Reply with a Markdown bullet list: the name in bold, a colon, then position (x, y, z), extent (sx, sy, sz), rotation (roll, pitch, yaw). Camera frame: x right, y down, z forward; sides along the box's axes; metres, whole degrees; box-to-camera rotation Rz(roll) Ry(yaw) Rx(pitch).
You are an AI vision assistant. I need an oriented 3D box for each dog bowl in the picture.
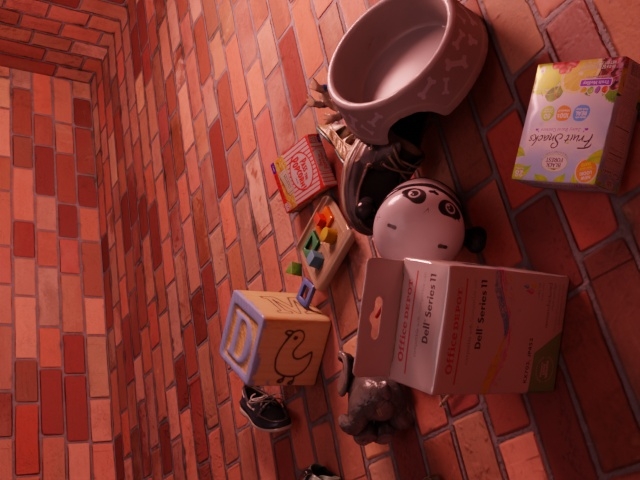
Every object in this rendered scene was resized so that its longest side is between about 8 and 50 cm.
- **dog bowl**: position (0.161, -0.368, 1.498), extent (0.348, 0.102, 0.349), rotation (-23, 49, 30)

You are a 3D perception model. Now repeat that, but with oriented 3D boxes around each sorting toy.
- **sorting toy**: position (0.000, 0.000, 1.832), extent (0.348, 0.047, 0.196), rotation (-61, 33, 22)

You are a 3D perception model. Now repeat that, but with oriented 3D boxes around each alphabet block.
- **alphabet block**: position (-0.118, 0.246, 1.867), extent (0.193, 0.197, 0.193), rotation (36, 115, 54)

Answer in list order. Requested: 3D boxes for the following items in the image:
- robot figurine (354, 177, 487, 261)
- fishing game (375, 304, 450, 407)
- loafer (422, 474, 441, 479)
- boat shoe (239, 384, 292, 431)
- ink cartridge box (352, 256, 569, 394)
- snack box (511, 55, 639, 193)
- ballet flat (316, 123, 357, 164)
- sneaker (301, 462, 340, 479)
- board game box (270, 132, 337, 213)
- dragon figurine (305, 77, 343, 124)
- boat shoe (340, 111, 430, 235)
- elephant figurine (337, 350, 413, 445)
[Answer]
- **robot figurine**: position (0.191, -0.032, 1.397), extent (0.209, 0.278, 0.174), rotation (-23, 95, 14)
- **fishing game**: position (0.219, 0.190, 1.504), extent (0.264, 0.041, 0.189), rotation (51, 127, 38)
- **loafer**: position (0.197, 0.526, 1.469), extent (0.056, 0.050, 0.148), rotation (56, 130, 45)
- **boat shoe**: position (-0.150, 0.449, 1.983), extent (0.254, 0.095, 0.079), rotation (-169, 75, -66)
- **ink cartridge box**: position (0.234, 0.140, 1.197), extent (0.119, 0.353, 0.207), rotation (9, 93, 57)
- **snack box**: position (0.421, -0.187, 1.208), extent (0.174, 0.070, 0.207), rotation (12, 89, 57)
- **ballet flat**: position (0.058, -0.243, 1.812), extent (0.067, 0.073, 0.206), rotation (-43, 48, 9)
- **sneaker**: position (0.014, 0.633, 1.696), extent (0.256, 0.094, 0.151), rotation (46, 120, 49)
- **board game box**: position (-0.047, -0.174, 1.935), extent (0.193, 0.045, 0.147), rotation (-32, 74, 51)
- **dragon figurine**: position (0.064, -0.334, 1.767), extent (0.289, 0.144, 0.085), rotation (44, 135, 39)
- **boat shoe**: position (0.143, -0.185, 1.543), extent (0.130, 0.132, 0.356), rotation (-2, 70, 57)
- **elephant figurine**: position (0.094, 0.302, 1.578), extent (0.186, 0.169, 0.239), rotation (-40, 37, 19)
